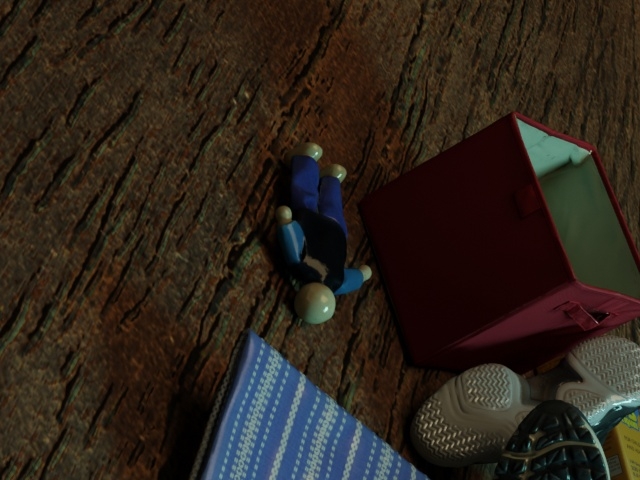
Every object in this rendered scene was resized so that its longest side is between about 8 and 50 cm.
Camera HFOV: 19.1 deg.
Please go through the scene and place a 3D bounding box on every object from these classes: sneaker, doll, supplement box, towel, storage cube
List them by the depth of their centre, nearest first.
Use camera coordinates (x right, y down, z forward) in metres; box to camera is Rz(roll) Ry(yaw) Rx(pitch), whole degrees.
[{"bbox_3d":[0.022,0.255,1.497,0.336,0.040,0.243,42,49,-32],"label":"towel"},{"bbox_3d":[0.000,0.000,1.750,0.129,0.046,0.189,40,34,-33],"label":"doll"},{"bbox_3d":[0.220,0.272,1.764,0.122,0.110,0.283,-60,146,-68],"label":"sneaker"},{"bbox_3d":[0.196,0.189,1.846,0.268,0.153,0.101,-15,57,-26],"label":"sneaker"},{"bbox_3d":[0.185,0.015,1.884,0.183,0.193,0.215,15,51,-54],"label":"storage cube"},{"bbox_3d":[0.297,0.212,2.020,0.078,0.080,0.233,28,40,-49],"label":"supplement box"}]
